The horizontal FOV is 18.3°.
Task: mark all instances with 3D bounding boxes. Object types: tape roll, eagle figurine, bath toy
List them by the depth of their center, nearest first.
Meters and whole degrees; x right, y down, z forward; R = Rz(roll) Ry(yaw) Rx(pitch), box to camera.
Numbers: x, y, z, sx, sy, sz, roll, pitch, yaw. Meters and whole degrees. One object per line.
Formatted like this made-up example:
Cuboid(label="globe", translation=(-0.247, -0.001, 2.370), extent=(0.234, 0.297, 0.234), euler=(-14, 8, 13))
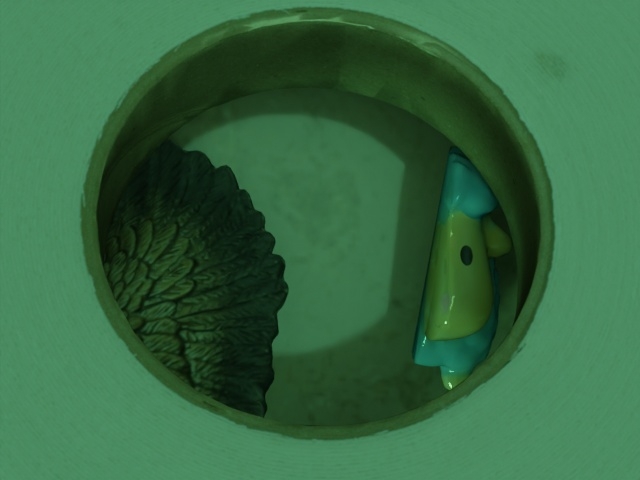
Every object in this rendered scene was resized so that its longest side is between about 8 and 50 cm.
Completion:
Cuboid(label="tape roll", translation=(0.000, 0.000, 0.896), extent=(0.392, 0.072, 0.392), euler=(1, 66, -3))
Cuboid(label="eagle figurine", translation=(-0.133, 0.107, 0.977), extent=(0.225, 0.226, 0.298), euler=(-5, 96, 17))
Cuboid(label="bath toy", translation=(0.226, 0.031, 1.011), extent=(0.348, 0.151, 0.129), euler=(7, 105, -5))
